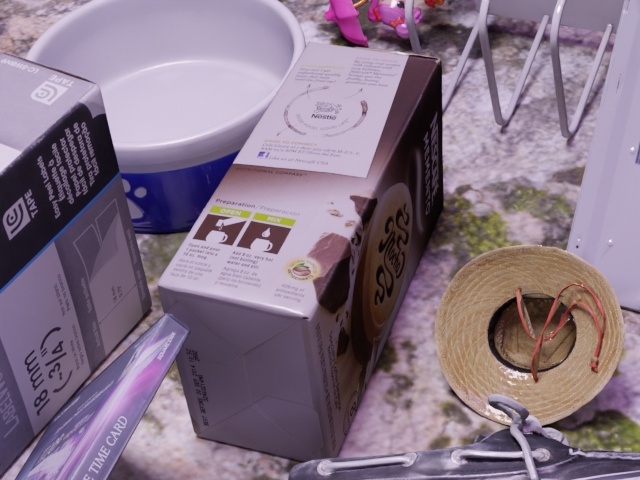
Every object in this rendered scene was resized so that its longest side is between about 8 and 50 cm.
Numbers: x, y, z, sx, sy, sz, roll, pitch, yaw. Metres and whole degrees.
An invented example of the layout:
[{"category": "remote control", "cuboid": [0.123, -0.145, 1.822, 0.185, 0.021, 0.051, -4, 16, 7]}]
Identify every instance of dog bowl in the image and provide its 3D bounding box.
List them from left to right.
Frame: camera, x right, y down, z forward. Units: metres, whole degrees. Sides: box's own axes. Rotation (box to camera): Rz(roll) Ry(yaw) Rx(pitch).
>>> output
[{"category": "dog bowl", "cuboid": [-0.139, -0.131, 1.189, 0.265, 0.104, 0.265, -4, 43, 4]}]

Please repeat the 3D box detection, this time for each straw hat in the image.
[{"category": "straw hat", "cuboid": [0.164, 0.070, 0.961, 0.144, 0.144, 0.061, 17, 7, 24]}]

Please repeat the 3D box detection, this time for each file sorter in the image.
[{"category": "file sorter", "cuboid": [0.239, -0.199, 1.131, 0.277, 0.193, 0.173, 13, 63, 22]}]

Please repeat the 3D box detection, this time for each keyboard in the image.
[{"category": "keyboard", "cuboid": [0.251, -0.075, 1.005, 0.072, 0.256, 0.014, 14, 7, 16]}]

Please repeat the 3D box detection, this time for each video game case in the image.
[{"category": "video game case", "cuboid": [-0.189, 0.187, 0.815, 0.026, 0.196, 0.274, 38, 47, -11]}]

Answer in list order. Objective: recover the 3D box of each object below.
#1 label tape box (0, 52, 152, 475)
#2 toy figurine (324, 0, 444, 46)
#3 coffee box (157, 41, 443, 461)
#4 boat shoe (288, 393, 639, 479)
[{"category": "label tape box", "cuboid": [-0.274, 0.061, 0.905, 0.106, 0.241, 0.334, 21, 51, 24]}, {"category": "toy figurine", "cuboid": [0.080, -0.268, 1.294, 0.173, 0.130, 0.159, 29, 87, 18]}, {"category": "coffee box", "cuboid": [0.000, 0.000, 0.984, 0.119, 0.168, 0.297, 10, 46, 18]}, {"category": "boat shoe", "cuboid": [0.129, 0.164, 0.834, 0.306, 0.113, 0.105, -12, 56, 9]}]
